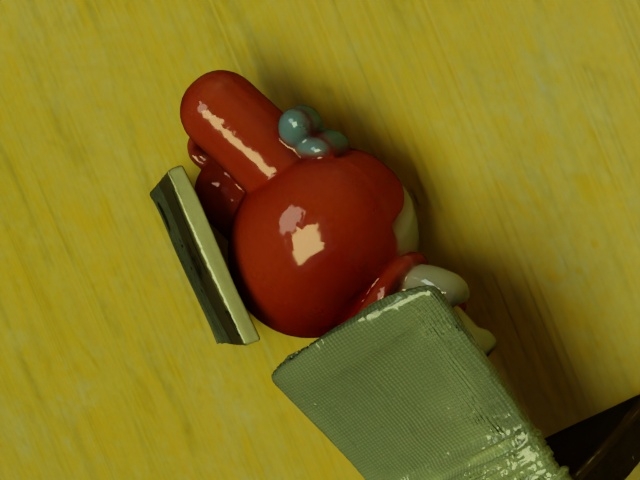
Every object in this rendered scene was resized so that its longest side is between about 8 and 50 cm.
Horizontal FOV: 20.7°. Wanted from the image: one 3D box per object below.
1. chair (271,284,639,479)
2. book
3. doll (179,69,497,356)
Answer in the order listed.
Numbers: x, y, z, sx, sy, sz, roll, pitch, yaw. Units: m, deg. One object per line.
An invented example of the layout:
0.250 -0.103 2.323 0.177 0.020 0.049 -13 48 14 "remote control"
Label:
0.134 0.162 1.208 0.160 0.186 0.319 -32 91 37 "chair"
-0.091 0.015 1.329 0.198 0.016 0.138 165 81 -81 "book"
0.000 0.000 1.275 0.290 0.130 0.161 45 138 10 "doll"
